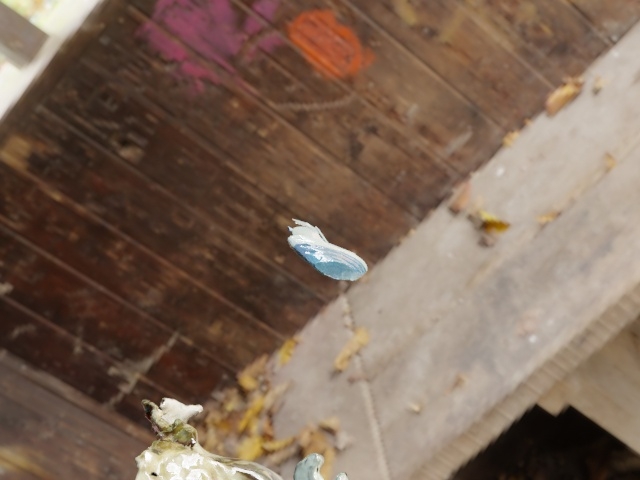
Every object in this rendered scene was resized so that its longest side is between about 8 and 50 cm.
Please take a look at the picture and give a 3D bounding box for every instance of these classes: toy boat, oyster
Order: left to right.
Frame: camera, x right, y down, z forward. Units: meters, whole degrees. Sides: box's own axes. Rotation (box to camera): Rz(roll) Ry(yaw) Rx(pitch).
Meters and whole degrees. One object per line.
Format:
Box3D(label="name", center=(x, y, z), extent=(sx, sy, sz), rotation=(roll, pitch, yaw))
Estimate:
Box3D(label="oyster", center=(-0.046, 0.198, 0.895), extent=(0.083, 0.223, 0.214), rotation=(-53, 9, -6))
Box3D(label="toy boat", center=(-0.006, 0.001, 1.565), extent=(0.149, 0.105, 0.034), rotation=(47, 113, 40))

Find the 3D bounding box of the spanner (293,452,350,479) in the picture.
Box3D(label="spanner", center=(-0.037, 0.335, 1.128), extent=(0.071, 0.017, 0.302), rotation=(19, 91, 42))
